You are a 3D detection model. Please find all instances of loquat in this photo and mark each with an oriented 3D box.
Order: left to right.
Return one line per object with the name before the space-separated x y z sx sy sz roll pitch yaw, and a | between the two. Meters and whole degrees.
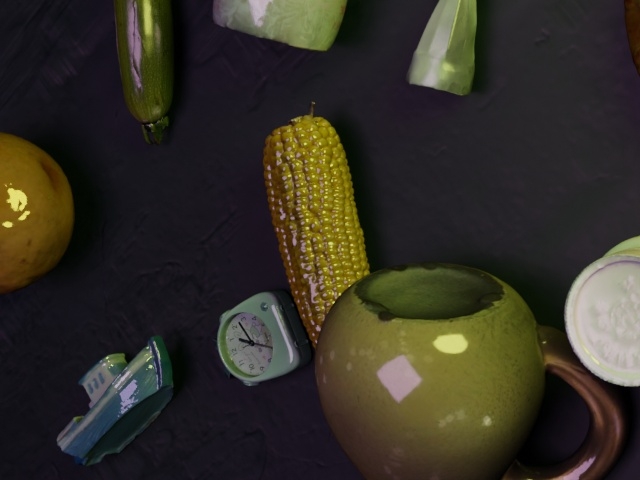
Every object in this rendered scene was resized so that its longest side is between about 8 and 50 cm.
loquat | -0.412 -0.035 1.941 0.208 0.208 0.208 4 98 33

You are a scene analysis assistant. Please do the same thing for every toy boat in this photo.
toy boat | -0.262 0.191 1.937 0.215 0.088 0.102 -45 68 30

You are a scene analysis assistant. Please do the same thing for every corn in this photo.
corn | 0.000 0.000 1.740 0.102 0.101 0.310 -10 93 33

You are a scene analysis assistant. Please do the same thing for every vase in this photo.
vase | 0.158 0.191 1.609 0.329 0.241 0.302 2 111 7

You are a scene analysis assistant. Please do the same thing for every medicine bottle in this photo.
medicine bottle | -0.039 -0.294 1.698 0.147 0.147 0.143 22 104 29
medicine bottle | 0.330 0.059 1.455 0.139 0.225 0.139 5 99 31

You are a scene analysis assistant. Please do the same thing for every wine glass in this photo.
wine glass | 0.145 -0.235 1.633 0.073 0.073 0.155 23 105 29

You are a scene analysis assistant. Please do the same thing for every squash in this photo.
squash | -0.219 -0.275 1.861 0.080 0.071 0.318 -8 91 34

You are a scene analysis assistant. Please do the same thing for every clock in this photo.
clock | -0.081 0.123 1.839 0.135 0.041 0.101 -25 83 34

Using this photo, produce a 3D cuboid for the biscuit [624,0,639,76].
biscuit | 0.441 -0.229 1.422 0.332 0.103 0.332 5 99 33
